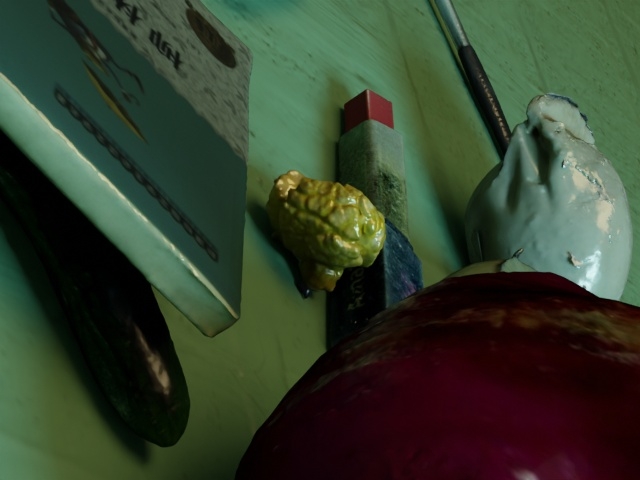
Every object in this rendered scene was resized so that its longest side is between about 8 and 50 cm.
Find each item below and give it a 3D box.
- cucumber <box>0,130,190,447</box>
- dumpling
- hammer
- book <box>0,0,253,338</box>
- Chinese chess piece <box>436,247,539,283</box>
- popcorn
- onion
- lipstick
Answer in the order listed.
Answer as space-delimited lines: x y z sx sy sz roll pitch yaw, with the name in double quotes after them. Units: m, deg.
-0.142 -0.019 1.012 0.284 0.056 0.056 61 23 3 "cucumber"
0.195 0.007 1.560 0.172 0.142 0.247 4 87 -63 "dumpling"
0.139 -0.165 1.796 0.103 0.029 0.246 17 47 -58 "hammer"
-0.134 -0.123 1.093 0.264 0.031 0.379 46 17 -21 "book"
0.148 0.120 1.370 0.238 0.092 0.238 43 27 -29 "Chinese chess piece"
0.000 0.000 1.268 0.084 0.084 0.084 44 26 -29 "popcorn"
0.176 0.152 0.975 0.398 0.420 0.398 35 28 -23 "onion"
0.038 -0.022 1.380 0.051 0.051 0.312 43 26 -28 "lipstick"
